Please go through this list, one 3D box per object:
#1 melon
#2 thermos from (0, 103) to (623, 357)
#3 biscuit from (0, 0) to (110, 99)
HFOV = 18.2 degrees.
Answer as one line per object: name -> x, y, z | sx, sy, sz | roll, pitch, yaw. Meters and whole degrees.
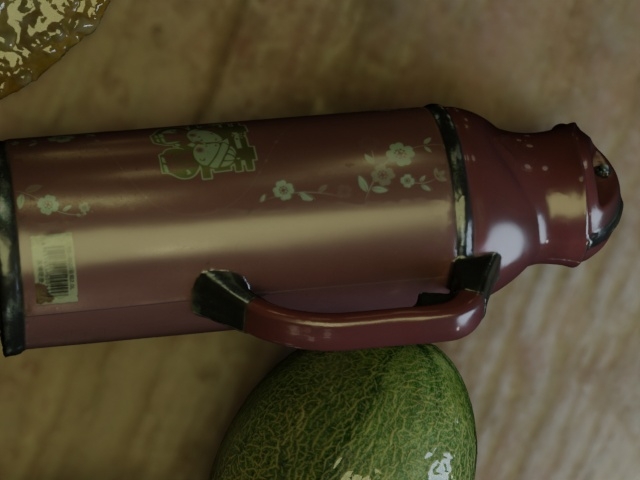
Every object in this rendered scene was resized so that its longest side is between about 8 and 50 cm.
melon -> 0.008, 0.137, 1.048 | 0.139, 0.139, 0.192 | 23, 94, -14
thermos -> -0.001, -0.009, 1.023 | 0.330, 0.136, 0.109 | -5, 101, -11
biscuit -> -0.198, -0.176, 1.010 | 0.220, 0.033, 0.219 | -1, 97, -11
